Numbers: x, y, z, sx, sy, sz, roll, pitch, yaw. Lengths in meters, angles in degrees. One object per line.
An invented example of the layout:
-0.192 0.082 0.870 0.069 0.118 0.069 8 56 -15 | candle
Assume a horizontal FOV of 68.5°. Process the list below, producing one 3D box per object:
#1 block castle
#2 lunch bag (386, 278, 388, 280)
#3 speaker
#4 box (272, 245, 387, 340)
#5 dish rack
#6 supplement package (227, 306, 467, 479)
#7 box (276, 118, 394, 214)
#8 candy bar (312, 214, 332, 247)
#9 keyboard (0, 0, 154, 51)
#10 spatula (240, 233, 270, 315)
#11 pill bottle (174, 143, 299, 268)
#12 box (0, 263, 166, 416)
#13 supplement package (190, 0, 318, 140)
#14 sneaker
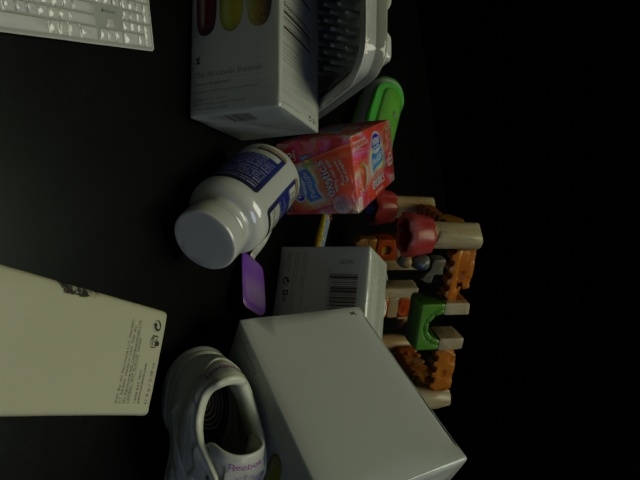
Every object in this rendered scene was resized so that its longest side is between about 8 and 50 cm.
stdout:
0.166 0.126 1.050 0.303 0.212 0.453 -119 -149 -67 | block castle
0.145 0.121 1.296 0.151 0.096 0.129 -42 129 -49 | lunch bag
0.150 -0.320 1.275 0.131 0.131 0.297 67 31 -44 | speaker
0.019 0.111 0.865 0.119 0.181 0.181 40 53 -60 | box
0.018 -0.335 0.735 0.333 0.072 0.286 175 -83 -68 | dish rack
0.011 0.235 0.617 0.204 0.262 0.145 -1 127 -33 | supplement package
0.045 -0.160 0.976 0.300 0.154 0.142 -41 127 -60 | box
0.000 0.000 1.039 0.040 0.018 0.162 63 35 -49 | candy bar
-0.244 -0.223 0.433 0.256 0.014 0.072 -37 124 -63 | keyboard
-0.092 -0.021 0.791 0.084 0.030 0.297 53 42 -58 | spatula
-0.110 -0.048 0.636 0.187 0.112 0.112 -58 142 -53 | pill bottle
-0.239 0.065 0.317 0.275 0.113 0.094 45 48 -62 | box
-0.088 -0.280 0.659 0.134 0.139 0.244 7 83 -69 | supplement package
-0.124 0.282 0.534 0.114 0.152 0.305 -3 87 -34 | sneaker
